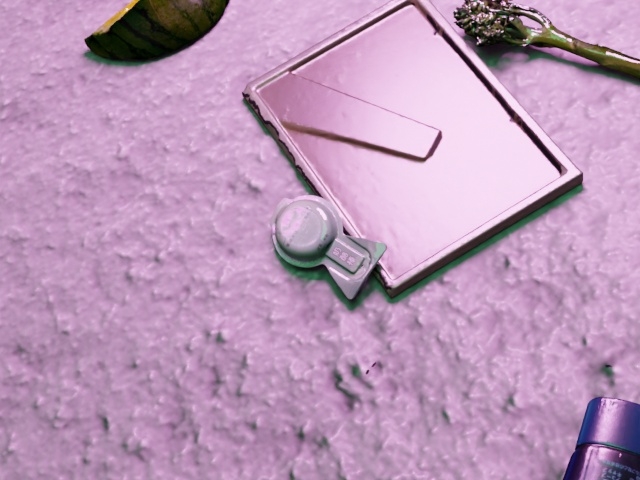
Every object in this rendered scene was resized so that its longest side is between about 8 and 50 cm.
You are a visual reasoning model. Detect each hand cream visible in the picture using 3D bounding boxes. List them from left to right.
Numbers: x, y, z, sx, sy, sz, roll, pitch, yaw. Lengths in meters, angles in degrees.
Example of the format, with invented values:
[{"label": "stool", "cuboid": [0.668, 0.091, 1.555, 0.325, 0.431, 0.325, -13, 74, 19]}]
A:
[{"label": "hand cream", "cuboid": [0.212, 0.250, 0.983, 0.120, 0.061, 0.271, 27, 59, -13]}]

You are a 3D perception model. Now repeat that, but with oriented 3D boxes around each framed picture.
[{"label": "framed picture", "cuboid": [0.081, -0.104, 1.271, 0.213, 0.016, 0.289, -31, 58, -7]}]

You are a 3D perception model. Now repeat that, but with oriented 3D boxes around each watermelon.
[{"label": "watermelon", "cuboid": [-0.150, -0.245, 1.398, 0.181, 0.075, 0.092, -45, 17, -17]}]

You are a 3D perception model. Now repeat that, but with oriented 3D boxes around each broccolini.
[{"label": "broccolini", "cuboid": [0.244, -0.191, 1.264, 0.254, 0.057, 0.071, 20, 86, 25]}]

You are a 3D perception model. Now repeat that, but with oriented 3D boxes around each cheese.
[{"label": "cheese", "cuboid": [0.000, 0.000, 1.211, 0.120, 0.026, 0.067, 34, 91, 29]}]
